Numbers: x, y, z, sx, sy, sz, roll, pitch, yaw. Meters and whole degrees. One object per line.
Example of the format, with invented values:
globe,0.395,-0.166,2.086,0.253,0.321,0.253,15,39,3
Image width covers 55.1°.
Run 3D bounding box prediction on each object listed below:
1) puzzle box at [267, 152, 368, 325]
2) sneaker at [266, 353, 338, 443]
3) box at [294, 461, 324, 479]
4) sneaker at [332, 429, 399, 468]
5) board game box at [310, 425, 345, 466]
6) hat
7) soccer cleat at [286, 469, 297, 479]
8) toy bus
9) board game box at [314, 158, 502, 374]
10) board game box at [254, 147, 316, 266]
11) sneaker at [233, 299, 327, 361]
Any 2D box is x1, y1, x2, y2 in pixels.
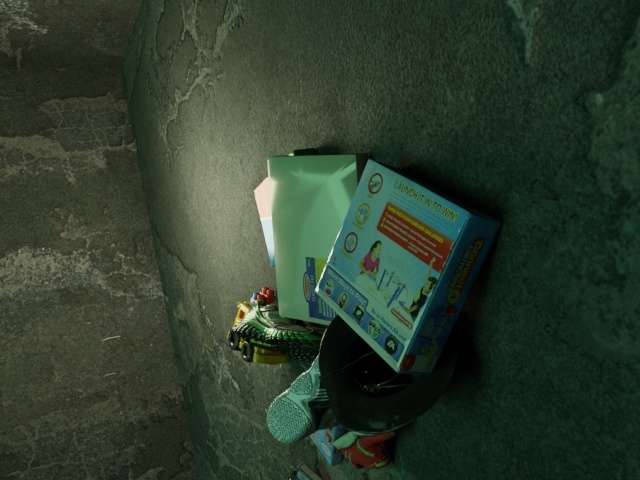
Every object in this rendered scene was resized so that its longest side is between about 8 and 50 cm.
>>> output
puzzle box,0.000,0.000,1.456,0.272,0.052,0.409,5,104,38
sneaker,0.049,0.345,1.481,0.366,0.210,0.137,-43,68,17
box,-0.027,0.778,1.832,0.136,0.036,0.225,33,129,28
sneaker,0.131,0.473,1.441,0.118,0.107,0.279,53,149,12
board game box,0.014,0.491,1.704,0.160,0.039,0.212,40,131,51
hat,0.156,0.245,1.229,0.331,0.134,0.331,-25,42,25
soccer cleat,-0.081,0.774,1.968,0.179,0.060,0.072,-39,55,52
toy bus,-0.176,0.260,1.912,0.220,0.149,0.211,27,106,55
board game box,0.146,0.039,1.150,0.308,0.086,0.302,40,113,52
board game box,-0.077,-0.079,1.669,0.316,0.064,0.242,-33,70,61
sneaker,-0.094,0.234,1.704,0.343,0.146,0.134,8,151,41
